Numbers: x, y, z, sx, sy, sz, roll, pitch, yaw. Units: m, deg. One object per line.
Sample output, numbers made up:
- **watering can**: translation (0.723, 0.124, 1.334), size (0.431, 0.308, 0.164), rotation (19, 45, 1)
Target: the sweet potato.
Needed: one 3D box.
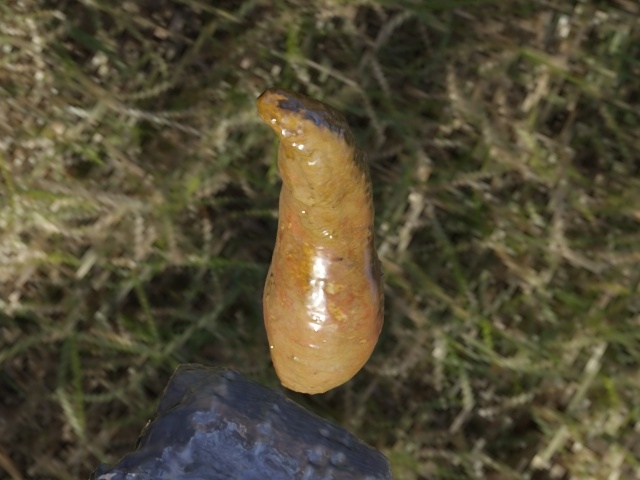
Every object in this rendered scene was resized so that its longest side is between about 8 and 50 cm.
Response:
- **sweet potato**: translation (0.000, 0.000, 0.607), size (0.050, 0.050, 0.214), rotation (-36, 155, -20)

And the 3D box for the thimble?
- **thimble**: translation (-0.071, 0.193, 1.069), size (0.172, 0.236, 0.205), rotation (31, 73, -1)
